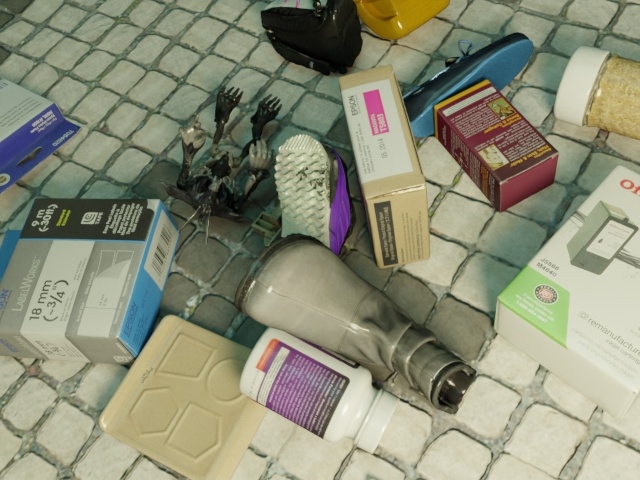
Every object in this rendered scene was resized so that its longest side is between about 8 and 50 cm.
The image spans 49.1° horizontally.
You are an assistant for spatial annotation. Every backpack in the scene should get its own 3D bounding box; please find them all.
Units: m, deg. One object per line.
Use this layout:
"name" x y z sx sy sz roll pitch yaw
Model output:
"backpack" -0.017 -0.398 1.290 0.182 0.152 0.115 19 53 31

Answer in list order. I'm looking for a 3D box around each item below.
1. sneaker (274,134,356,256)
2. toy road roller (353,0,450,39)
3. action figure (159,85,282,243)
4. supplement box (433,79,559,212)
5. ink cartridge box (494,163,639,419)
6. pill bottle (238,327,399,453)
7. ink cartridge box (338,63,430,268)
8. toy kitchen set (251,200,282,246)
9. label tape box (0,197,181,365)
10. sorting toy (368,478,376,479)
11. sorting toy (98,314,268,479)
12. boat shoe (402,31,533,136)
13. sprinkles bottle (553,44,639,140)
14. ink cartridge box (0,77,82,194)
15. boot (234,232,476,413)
"sneaker" 0.001 0.000 1.044 0.102 0.146 0.294 6 90 28
"toy road roller" 0.096 -0.501 1.309 0.202 0.241 0.329 -36 21 -19
"action figure" -0.158 -0.138 1.143 0.164 0.141 0.276 19 57 -7
"supplement box" 0.270 -0.150 1.096 0.104 0.081 0.188 -28 57 -6
"ink cartridge box" 0.392 0.059 0.920 0.198 0.115 0.273 36 72 29
"pill bottle" 0.000 0.196 0.916 0.193 0.108 0.108 26 67 11
"ink cartridge box" 0.096 -0.107 1.041 0.088 0.193 0.235 -12 56 4
"toy kitchen set" -0.086 -0.021 1.092 0.075 0.083 0.068 25 66 25
"label tape box" -0.416 0.059 1.102 0.333 0.106 0.241 1 58 13
"sorting toy" 0.064 0.334 0.881 0.083 0.012 0.062 20 69 19
"sorting toy" -0.179 0.224 0.993 0.208 0.038 0.193 22 65 18
"boat shoe" 0.235 -0.280 1.173 0.258 0.109 0.089 -31 54 -10
"sprinkles bottle" 0.538 -0.190 1.039 0.355 0.121 0.121 22 66 24
"ink cartridge box" -0.608 -0.200 1.322 0.224 0.045 0.223 26 58 24
"boot" 0.066 0.109 0.836 0.222 0.338 0.118 35 98 32
